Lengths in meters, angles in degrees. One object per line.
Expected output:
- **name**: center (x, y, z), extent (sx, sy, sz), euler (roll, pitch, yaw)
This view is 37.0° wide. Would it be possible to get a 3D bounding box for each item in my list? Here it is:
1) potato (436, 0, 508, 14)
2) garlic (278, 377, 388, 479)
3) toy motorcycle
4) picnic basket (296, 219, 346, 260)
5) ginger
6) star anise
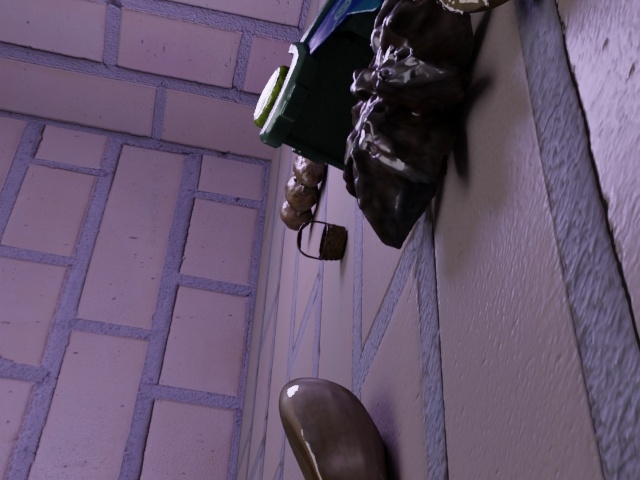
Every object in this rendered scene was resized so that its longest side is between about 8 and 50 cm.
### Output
- **potato**: center (0.170, -0.260, 0.853), extent (0.172, 0.089, 0.100), euler (0, 101, 51)
- **garlic**: center (0.019, 0.251, 1.090), extent (0.318, 0.112, 0.143), euler (-105, 3, -59)
- **toy motorcycle**: center (0.057, -0.247, 1.297), extent (0.326, 0.191, 0.200), euler (-64, 14, 10)
- **picnic basket**: center (0.000, 0.000, 1.679), extent (0.072, 0.083, 0.072), euler (-169, 90, -84)
- **ginger**: center (-0.042, -0.111, 2.171), extent (0.104, 0.080, 0.204), euler (-96, 19, -46)
- **star anise**: center (0.092, -0.156, 1.074), extent (0.332, 0.118, 0.331), euler (-167, 90, -87)
